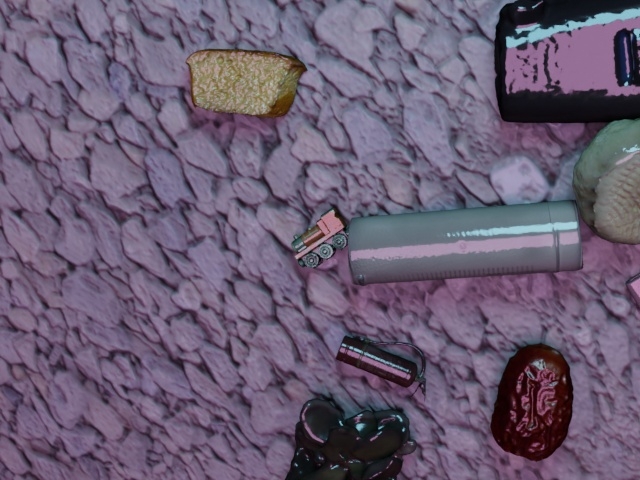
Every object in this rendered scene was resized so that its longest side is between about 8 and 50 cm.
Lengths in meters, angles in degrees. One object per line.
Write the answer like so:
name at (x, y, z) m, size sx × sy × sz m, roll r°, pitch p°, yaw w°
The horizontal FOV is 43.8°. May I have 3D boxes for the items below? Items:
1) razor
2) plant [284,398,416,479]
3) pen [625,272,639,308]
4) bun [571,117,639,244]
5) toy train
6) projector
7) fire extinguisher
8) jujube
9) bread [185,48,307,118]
razor at (0.404, -0.256, 1.089) m, size 0.327 × 0.107 × 0.189 m, roll -3°, pitch 102°, yaw 13°
plant at (0.030, 0.397, 1.265) m, size 0.199 × 0.188 × 0.276 m, roll 17°, pitch 105°, yaw 6°
pen at (0.531, 0.133, 1.190) m, size 0.053 × 0.032 × 0.197 m, roll -34°, pitch 91°, yaw 15°
bun at (0.437, -0.092, 1.100) m, size 0.195 × 0.118 × 0.195 m, roll -6°, pitch 133°, yaw -6°
toy train at (0.000, 0.000, 1.261) m, size 0.103 × 0.044 × 0.064 m, roll -35°, pitch 90°, yaw 14°
projector at (0.211, 0.006, 1.187) m, size 0.337 × 0.108 × 0.108 m, roll -4°, pitch 101°, yaw 12°
fire extinguisher at (0.108, 0.194, 1.283) m, size 0.157 × 0.045 × 0.078 m, roll 21°, pitch 83°, yaw 7°
jujube at (0.326, 0.247, 1.216) m, size 0.112 × 0.109 × 0.176 m, roll 4°, pitch 102°, yaw -24°
bread at (-0.119, -0.243, 1.223) m, size 0.187 × 0.065 × 0.103 m, roll 9°, pitch 98°, yaw 8°
